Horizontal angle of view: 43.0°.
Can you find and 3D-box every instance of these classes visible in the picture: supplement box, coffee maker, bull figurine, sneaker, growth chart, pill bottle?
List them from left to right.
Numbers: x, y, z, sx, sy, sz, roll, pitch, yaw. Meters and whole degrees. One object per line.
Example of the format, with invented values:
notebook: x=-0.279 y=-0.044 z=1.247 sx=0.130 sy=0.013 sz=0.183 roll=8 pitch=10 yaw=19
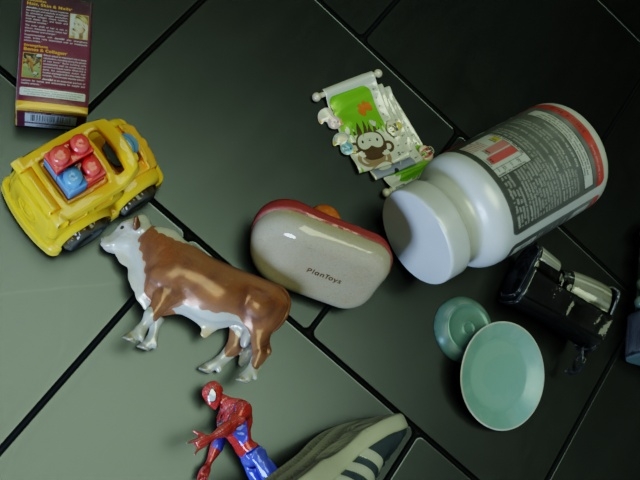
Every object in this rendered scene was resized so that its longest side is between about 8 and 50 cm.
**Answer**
supplement box: x=-0.407 y=-0.270 z=1.240 sx=0.104 sy=0.081 sz=0.188 roll=4 pitch=76 yaw=-20
bull figurine: x=-0.195 y=0.087 z=1.224 sx=0.310 sy=0.101 sz=0.189 roll=22 pitch=74 yaw=-13
sneaker: x=0.032 y=0.366 z=1.181 sx=0.350 sy=0.131 sz=0.148 roll=-19 pitch=88 yaw=-53
growth chart: x=0.102 y=-0.193 z=1.454 sx=0.172 sy=0.021 sz=0.237 roll=-34 pitch=90 yaw=-24
pill bottle: x=0.300 y=-0.081 z=1.398 sx=0.362 sy=0.210 sz=0.210 roll=-28 pitch=88 yaw=-25
coffee maker: x=0.416 y=0.117 z=1.438 sx=0.178 sy=0.120 sz=0.171 roll=27 pitch=60 yaw=-8

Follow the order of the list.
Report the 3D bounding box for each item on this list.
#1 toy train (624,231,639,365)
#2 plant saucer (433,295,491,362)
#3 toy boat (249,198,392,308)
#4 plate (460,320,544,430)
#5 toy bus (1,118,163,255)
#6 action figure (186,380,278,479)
toy train: x=0.691 y=0.112 z=1.551 sx=0.190 sy=0.142 sz=0.334 roll=15 pitch=71 yaw=-7
plant saucer: x=0.256 y=0.155 z=1.426 sx=0.119 sy=0.021 sz=0.119 roll=6 pitch=75 yaw=-21
toy boat: x=0.000 y=0.000 z=1.318 sx=0.231 sy=0.151 sz=0.151 roll=22 pitch=40 yaw=-16
plate: x=0.313 y=0.235 z=1.414 sx=0.188 sy=0.024 sz=0.188 roll=3 pitch=84 yaw=-27
toy bus: x=-0.329 y=-0.104 z=1.159 sx=0.220 sy=0.211 sz=0.149 roll=-36 pitch=90 yaw=-26
action figure: x=-0.119 y=0.344 z=1.187 sx=0.139 sy=0.091 sz=0.280 roll=-28 pitch=88 yaw=-40
